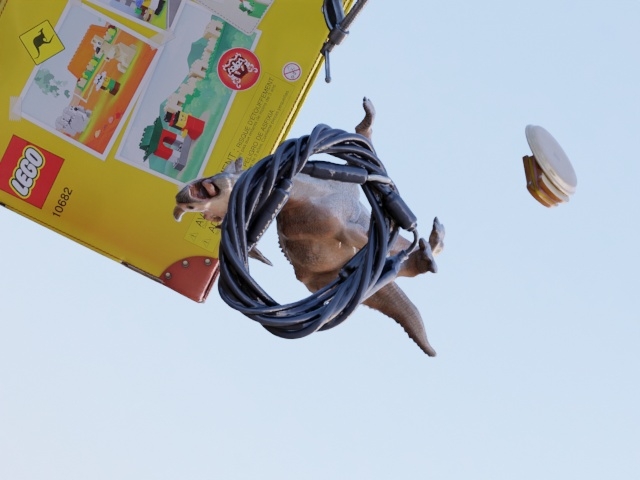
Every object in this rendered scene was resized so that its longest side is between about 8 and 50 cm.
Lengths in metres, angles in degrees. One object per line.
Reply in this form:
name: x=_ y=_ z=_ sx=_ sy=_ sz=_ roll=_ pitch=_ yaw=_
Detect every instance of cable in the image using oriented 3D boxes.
cable: x=-0.008 y=-0.007 z=1.513 sx=0.047 sy=0.184 sz=0.150 roll=9 pitch=-52 yaw=60

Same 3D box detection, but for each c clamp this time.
c clamp: x=0.043 y=-0.249 z=1.847 sx=0.022 sy=0.160 sz=0.137 roll=23 pitch=29 yaw=-24

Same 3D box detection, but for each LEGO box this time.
LEGO box: x=-0.193 y=-0.234 z=2.204 sx=0.372 sy=0.500 sz=0.193 roll=26 pitch=11 yaw=-5

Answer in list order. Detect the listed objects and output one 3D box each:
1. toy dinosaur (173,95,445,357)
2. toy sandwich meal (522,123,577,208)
toy dinosaur: x=0.000 y=0.000 z=1.792 sx=0.295 sy=0.200 sz=0.127 roll=56 pitch=19 yaw=-31
toy sandwich meal: x=0.205 y=-0.067 z=1.710 sx=0.085 sy=0.029 sz=0.085 roll=44 pitch=26 yaw=-28
